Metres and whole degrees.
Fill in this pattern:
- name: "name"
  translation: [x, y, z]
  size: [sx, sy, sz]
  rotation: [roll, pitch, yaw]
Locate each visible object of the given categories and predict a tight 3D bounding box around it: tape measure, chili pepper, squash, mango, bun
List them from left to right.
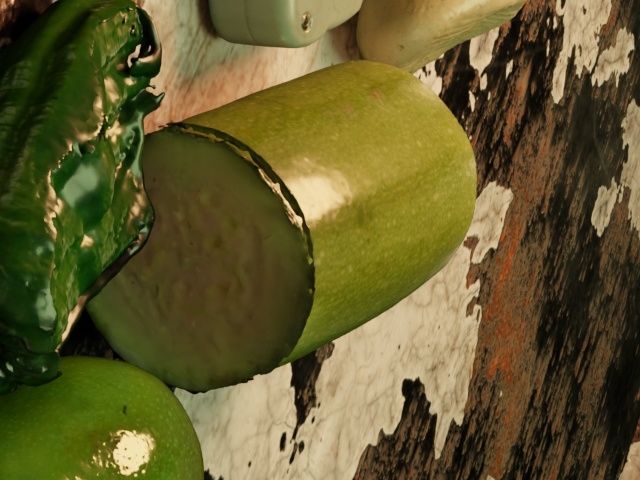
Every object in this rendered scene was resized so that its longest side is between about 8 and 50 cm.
- name: "chili pepper"
  translation: [-0.237, -0.042, 1.443]
  size: [0.213, 0.167, 0.385]
  rotation: [94, 10, -45]
- name: "mango"
  translation: [-0.225, 0.216, 1.444]
  size: [0.201, 0.225, 0.382]
  rotation: [-64, 172, 20]
- name: "squash"
  translation: [-0.033, -0.020, 1.744]
  size: [0.384, 0.263, 0.263]
  rotation: [-27, 122, -59]
- name: "tape measure"
  translation: [-0.026, -0.327, 1.804]
  size: [0.246, 0.125, 0.243]
  rotation: [-35, 129, -55]
- name: "bun"
  translation: [0.127, -0.282, 2.079]
  size: [0.133, 0.231, 0.231]
  rotation: [59, 31, 3]
